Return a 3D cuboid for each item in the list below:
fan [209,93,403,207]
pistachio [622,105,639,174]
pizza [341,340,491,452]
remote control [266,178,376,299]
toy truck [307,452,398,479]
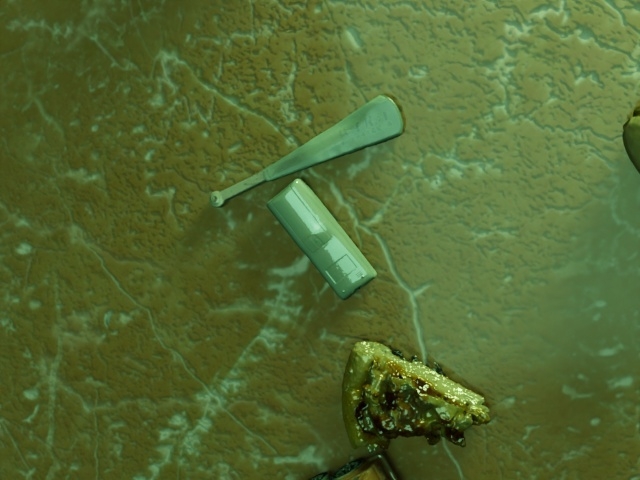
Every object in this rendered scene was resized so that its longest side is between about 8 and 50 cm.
[{"bbox_3d":[-0.025,-0.109,1.517,0.282,0.023,0.057,-23,96,19],"label":"fan"},{"bbox_3d":[0.408,-0.096,1.348,0.113,0.113,0.149,-48,71,21],"label":"pistachio"},{"bbox_3d":[0.119,0.215,1.518,0.193,0.069,0.154,6,103,17],"label":"pizza"},{"bbox_3d":[0.000,0.000,1.528,0.061,0.029,0.162,-39,89,22],"label":"remote control"},{"bbox_3d":[-0.046,0.419,1.555,0.338,0.184,0.133,-30,91,21],"label":"toy truck"}]
